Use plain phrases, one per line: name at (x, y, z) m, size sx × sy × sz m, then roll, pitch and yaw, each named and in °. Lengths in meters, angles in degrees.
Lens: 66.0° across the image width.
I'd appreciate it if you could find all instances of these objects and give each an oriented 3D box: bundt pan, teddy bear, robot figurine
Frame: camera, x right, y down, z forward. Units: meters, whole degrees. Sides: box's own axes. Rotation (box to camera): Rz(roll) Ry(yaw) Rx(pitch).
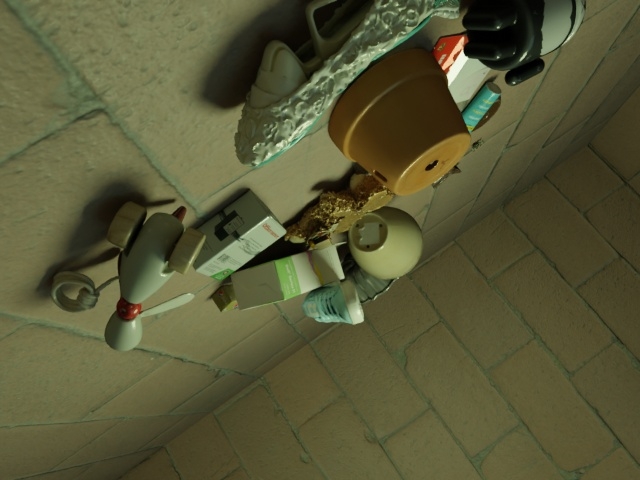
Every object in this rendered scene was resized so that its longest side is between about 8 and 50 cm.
bundt pan at (0.193, 0.076, 1.891) m, size 0.331 × 0.124 × 0.331 m, roll -44°, pitch -164°, yaw 16°
teddy bear at (0.042, -0.090, 1.418) m, size 0.338 × 0.113 × 0.245 m, roll -39°, pitch 157°, yaw 34°
robot figurine at (0.428, -0.463, 1.038) m, size 0.278 × 0.174 × 0.209 m, roll -28°, pitch 163°, yaw -24°

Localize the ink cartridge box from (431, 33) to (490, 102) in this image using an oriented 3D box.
ink cartridge box at (0.330, -0.409, 1.195) m, size 0.232 × 0.066 × 0.189 m, roll -29°, pitch 162°, yaw -36°

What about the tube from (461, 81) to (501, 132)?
tube at (0.468, -0.389, 1.512) m, size 0.080 × 0.052 × 0.207 m, roll 13°, pitch 144°, yaw -15°

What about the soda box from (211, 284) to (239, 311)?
soda box at (-0.258, 0.178, 1.569) m, size 0.058 × 0.061 × 0.181 m, roll -44°, pitch 161°, yaw 21°

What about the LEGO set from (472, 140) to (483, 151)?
LEGO set at (0.594, -0.362, 1.875) m, size 0.054 × 0.023 × 0.083 m, roll -41°, pitch 175°, yaw 21°

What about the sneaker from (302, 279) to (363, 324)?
sneaker at (0.028, 0.204, 1.497) m, size 0.150 × 0.135 × 0.366 m, roll -21°, pitch 177°, yaw -10°

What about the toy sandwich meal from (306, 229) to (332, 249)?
toy sandwich meal at (0.000, 0.000, 1.393) m, size 0.085 × 0.029 × 0.086 m, roll -21°, pitch 159°, yaw -8°

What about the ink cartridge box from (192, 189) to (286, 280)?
ink cartridge box at (-0.200, -0.008, 1.162) m, size 0.208 × 0.087 × 0.153 m, roll -36°, pitch 162°, yaw 0°

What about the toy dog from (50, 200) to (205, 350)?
toy dog at (-0.334, 0.052, 0.956) m, size 0.333 × 0.220 × 0.161 m, roll -37°, pitch -164°, yaw 26°

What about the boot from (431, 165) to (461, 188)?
boot at (0.488, -0.247, 1.930) m, size 0.106 × 0.037 × 0.114 m, roll 8°, pitch 131°, yaw -48°

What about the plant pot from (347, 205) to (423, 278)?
plant pot at (0.191, -0.008, 1.613) m, size 0.256 × 0.257 × 0.274 m, roll -39°, pitch 162°, yaw 10°

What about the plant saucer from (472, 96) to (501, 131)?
plant saucer at (0.522, -0.408, 1.600) m, size 0.168 × 0.029 × 0.168 m, roll -32°, pitch 162°, yaw -12°

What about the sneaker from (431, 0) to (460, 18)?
sneaker at (0.202, -0.443, 0.879) m, size 0.166 × 0.065 × 0.076 m, roll -24°, pitch 143°, yaw -42°

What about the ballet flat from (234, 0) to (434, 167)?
ballet flat at (-0.008, -0.295, 0.779) m, size 0.409 × 0.147 × 0.147 m, roll -41°, pitch 162°, yaw 5°

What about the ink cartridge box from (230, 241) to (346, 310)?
ink cartridge box at (-0.074, 0.103, 1.524) m, size 0.207 × 0.119 × 0.353 m, roll -18°, pitch 178°, yaw 40°

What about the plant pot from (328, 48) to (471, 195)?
plant pot at (0.191, -0.238, 1.091) m, size 0.290 × 0.204 × 0.291 m, roll -28°, pitch 160°, yaw -11°
